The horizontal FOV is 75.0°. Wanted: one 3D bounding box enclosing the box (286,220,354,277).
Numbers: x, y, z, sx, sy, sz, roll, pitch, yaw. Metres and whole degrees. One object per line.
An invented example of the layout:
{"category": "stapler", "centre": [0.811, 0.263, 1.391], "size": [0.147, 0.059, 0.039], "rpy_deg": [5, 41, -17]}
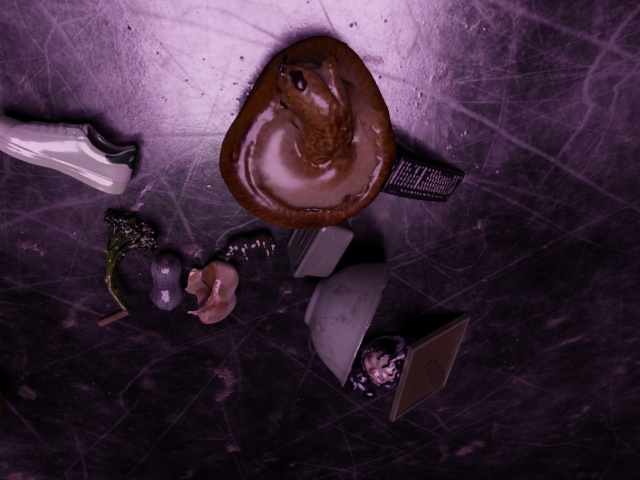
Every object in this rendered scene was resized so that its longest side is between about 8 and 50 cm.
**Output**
{"category": "box", "centre": [0.000, 0.000, 0.946], "size": [0.093, 0.123, 0.172], "rpy_deg": [14, 124, -26]}

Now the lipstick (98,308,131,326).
{"category": "lipstick", "centre": [-0.541, 0.202, 1.094], "size": [0.094, 0.019, 0.018], "rpy_deg": [-24, 123, 11]}

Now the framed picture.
{"category": "framed picture", "centre": [0.314, 0.371, 1.207], "size": [0.241, 0.020, 0.323], "rpy_deg": [-20, 132, -30]}

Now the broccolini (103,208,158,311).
{"category": "broccolini", "centre": [-0.441, 0.058, 0.979], "size": [0.123, 0.062, 0.271], "rpy_deg": [15, 117, 3]}

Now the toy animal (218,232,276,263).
{"category": "toy animal", "centre": [-0.177, 0.019, 0.985], "size": [0.136, 0.047, 0.064], "rpy_deg": [-12, 119, 5]}

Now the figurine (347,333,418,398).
{"category": "figurine", "centre": [0.188, 0.351, 1.195], "size": [0.222, 0.145, 0.145], "rpy_deg": [-37, 119, 25]}

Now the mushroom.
{"category": "mushroom", "centre": [-0.017, -0.165, 0.738], "size": [0.346, 0.259, 0.344], "rpy_deg": [-7, 117, -14]}

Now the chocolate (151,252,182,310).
{"category": "chocolate", "centre": [-0.372, 0.103, 1.011], "size": [0.072, 0.072, 0.166], "rpy_deg": [7, 121, -9]}

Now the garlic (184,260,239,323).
{"category": "garlic", "centre": [-0.260, 0.126, 1.024], "size": [0.124, 0.099, 0.174], "rpy_deg": [8, 124, -28]}

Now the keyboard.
{"category": "keyboard", "centre": [0.218, -0.119, 0.861], "size": [0.251, 0.017, 0.087], "rpy_deg": [1, 127, -46]}

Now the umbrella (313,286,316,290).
{"category": "umbrella", "centre": [0.012, 0.173, 1.107], "size": [0.037, 0.040, 0.143], "rpy_deg": [-33, 130, -15]}

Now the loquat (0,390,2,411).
{"category": "loquat", "centre": [-0.997, 0.453, 1.124], "size": [0.239, 0.193, 0.238], "rpy_deg": [1, 118, 2]}

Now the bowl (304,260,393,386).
{"category": "bowl", "centre": [0.048, 0.166, 0.987], "size": [0.146, 0.313, 0.313], "rpy_deg": [23, 122, 9]}

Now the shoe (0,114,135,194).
{"category": "shoe", "centre": [-0.486, -0.191, 0.795], "size": [0.265, 0.095, 0.110], "rpy_deg": [26, 113, -27]}
